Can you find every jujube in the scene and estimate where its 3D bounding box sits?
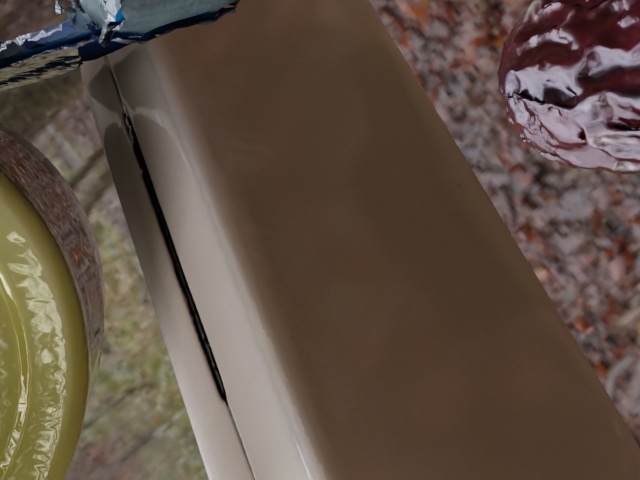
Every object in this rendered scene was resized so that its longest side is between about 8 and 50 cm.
[{"bbox_3d":[0.375,-0.189,1.269,0.377,0.258,0.258,-10,120,51],"label":"jujube"}]

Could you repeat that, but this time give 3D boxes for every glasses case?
[{"bbox_3d":[0.000,0.000,0.504,0.076,0.144,0.336,-63,37,38],"label":"glasses case"}]

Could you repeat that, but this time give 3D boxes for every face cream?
[{"bbox_3d":[-0.207,0.040,0.523,0.218,0.218,0.179,54,177,-10],"label":"face cream"}]

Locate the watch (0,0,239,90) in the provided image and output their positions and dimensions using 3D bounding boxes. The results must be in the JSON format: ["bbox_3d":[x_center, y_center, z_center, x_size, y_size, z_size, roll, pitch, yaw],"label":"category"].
[{"bbox_3d":[-0.127,-0.137,0.481,0.274,0.068,0.276,34,136,41],"label":"watch"}]
